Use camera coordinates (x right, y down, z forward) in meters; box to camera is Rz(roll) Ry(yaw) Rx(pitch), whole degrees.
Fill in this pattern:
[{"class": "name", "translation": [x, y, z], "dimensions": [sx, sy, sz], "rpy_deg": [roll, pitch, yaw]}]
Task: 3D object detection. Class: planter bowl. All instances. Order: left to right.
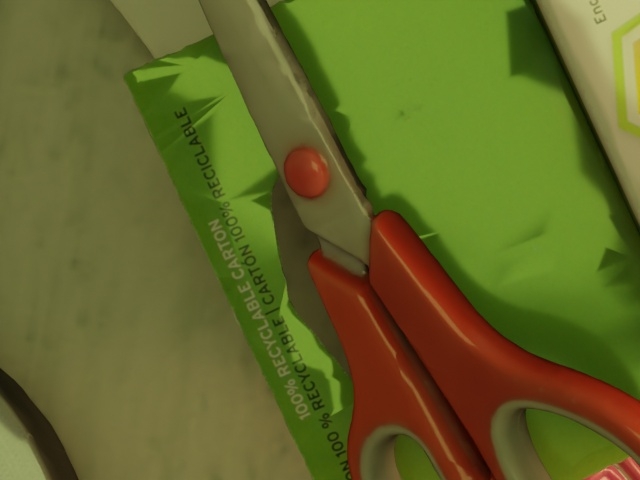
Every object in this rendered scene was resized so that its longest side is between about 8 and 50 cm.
[{"class": "planter bowl", "translation": [0.099, -0.023, 0.661], "dimensions": [0.217, 0.090, 0.217], "rpy_deg": [1, 96, 6]}]

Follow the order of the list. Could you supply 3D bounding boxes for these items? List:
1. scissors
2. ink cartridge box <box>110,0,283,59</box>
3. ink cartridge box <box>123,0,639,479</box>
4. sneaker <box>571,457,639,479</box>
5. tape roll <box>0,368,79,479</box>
[{"class": "scissors", "translation": [0.000, 0.000, 0.576], "dimensions": [0.297, 0.021, 0.109], "rpy_deg": [52, 132, 7]}, {"class": "ink cartridge box", "translation": [-0.009, -0.150, 0.681], "dimensions": [0.180, 0.060, 0.104], "rpy_deg": [-28, 107, 29]}, {"class": "ink cartridge box", "translation": [0.086, -0.020, 0.568], "dimensions": [0.255, 0.097, 0.189], "rpy_deg": [-25, 93, 7]}, {"class": "sneaker", "translation": [0.058, 0.152, 0.659], "dimensions": [0.252, 0.111, 0.103], "rpy_deg": [-32, 91, -25]}, {"class": "tape roll", "translation": [-0.188, 0.128, 0.686], "dimensions": [0.219, 0.072, 0.219], "rpy_deg": [0, 82, 2]}]
